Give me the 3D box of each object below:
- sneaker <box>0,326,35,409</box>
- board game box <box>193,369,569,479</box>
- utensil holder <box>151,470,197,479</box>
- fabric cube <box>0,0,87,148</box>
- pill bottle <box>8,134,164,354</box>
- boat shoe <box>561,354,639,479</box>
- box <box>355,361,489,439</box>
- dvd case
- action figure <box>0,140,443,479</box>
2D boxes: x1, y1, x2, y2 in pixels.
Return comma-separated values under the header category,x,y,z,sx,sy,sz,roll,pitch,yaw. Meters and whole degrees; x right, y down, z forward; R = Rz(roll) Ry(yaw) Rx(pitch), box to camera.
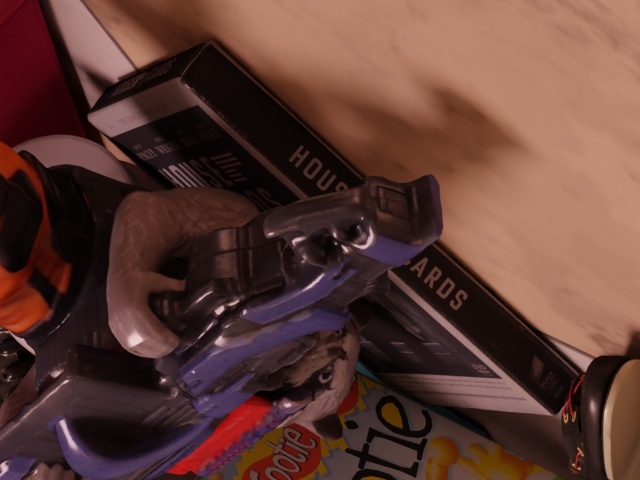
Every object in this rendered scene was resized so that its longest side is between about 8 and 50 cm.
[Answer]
category,x,y,z,sx,sy,sz,roll,pitch,yaw
sneaker,-0.176,0.055,1.225,0.124,0.178,0.295,-3,-137,-41
board game box,0.063,0.198,1.013,0.275,0.142,0.144,26,142,10
utensil holder,-0.080,0.329,1.441,0.385,0.327,0.327,9,149,45
fabric cube,-0.307,-0.058,1.045,0.254,0.259,0.258,36,165,12
pill bottle,-0.114,0.025,1.070,0.119,0.119,0.208,32,171,25
boat shoe,0.125,0.080,0.840,0.042,0.049,0.133,24,166,20
box,0.001,0.102,1.191,0.244,0.060,0.100,30,163,29
dvd case,0.000,0.000,0.940,0.239,0.029,0.179,41,165,-14
action figure,-0.096,-0.013,0.826,0.330,0.178,0.341,32,136,-30
